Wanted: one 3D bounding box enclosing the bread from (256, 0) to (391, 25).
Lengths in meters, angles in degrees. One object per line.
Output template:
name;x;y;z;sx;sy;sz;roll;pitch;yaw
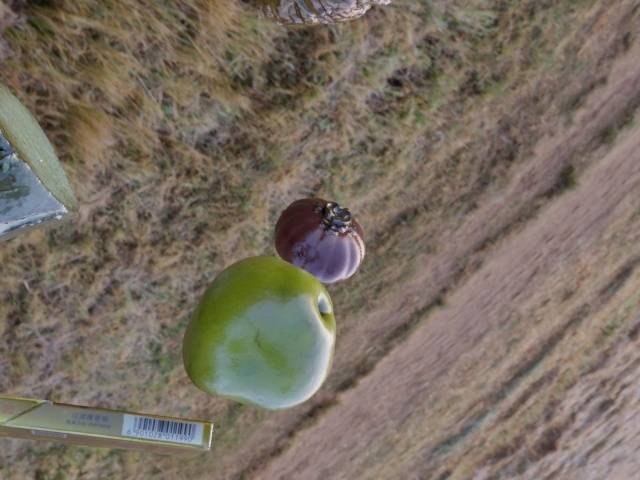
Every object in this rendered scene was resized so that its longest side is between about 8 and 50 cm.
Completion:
bread;0.047;-0.218;0.538;0.233;0.104;0.076;-25;118;39

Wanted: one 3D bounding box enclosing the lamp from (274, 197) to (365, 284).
lamp;0.000;0.000;0.787;0.101;0.101;0.090;-7;146;-39

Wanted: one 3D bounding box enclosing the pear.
pear;-0.038;0.054;0.443;0.097;0.092;0.092;-16;151;15

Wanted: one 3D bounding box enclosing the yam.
yam;-0.376;-0.052;0.638;0.304;0.168;0.168;-20;144;-22

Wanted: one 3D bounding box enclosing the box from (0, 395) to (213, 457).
box;-0.164;0.140;0.553;0.157;0.022;0.089;11;156;-13
